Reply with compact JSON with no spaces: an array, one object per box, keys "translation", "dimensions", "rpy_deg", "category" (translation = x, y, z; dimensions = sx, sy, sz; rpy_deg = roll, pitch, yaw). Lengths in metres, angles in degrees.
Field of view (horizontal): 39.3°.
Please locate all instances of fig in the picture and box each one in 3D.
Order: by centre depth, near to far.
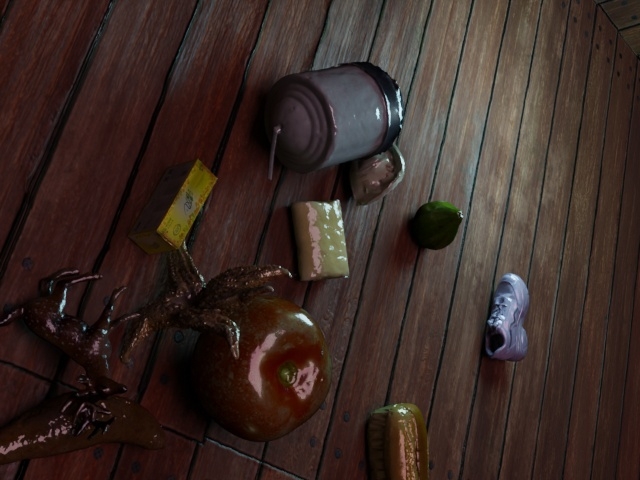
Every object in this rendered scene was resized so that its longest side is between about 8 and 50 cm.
[{"translation":[0.308,-0.045,2.245],"dimensions":[0.123,0.156,0.123],"rpy_deg":[11,72,-39],"category":"fig"}]

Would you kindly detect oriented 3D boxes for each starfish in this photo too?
[{"translation":[-0.186,0.097,1.603],"dimensions":[0.084,0.293,0.301],"rpy_deg":[58,44,-40],"category":"starfish"}]

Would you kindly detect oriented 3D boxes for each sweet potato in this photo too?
[{"translation":[-0.397,0.304,1.478],"dimensions":[0.341,0.092,0.114],"rpy_deg":[5,96,-45],"category":"sweet potato"}]

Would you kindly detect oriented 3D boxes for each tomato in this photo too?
[{"translation":[-0.119,0.237,1.691],"dimensions":[0.270,0.222,0.270],"rpy_deg":[-5,98,-43],"category":"tomato"}]

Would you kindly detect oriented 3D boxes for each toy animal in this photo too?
[{"translation":[-0.396,0.176,1.460],"dimensions":[0.243,0.087,0.260],"rpy_deg":[27,48,4],"category":"toy animal"}]

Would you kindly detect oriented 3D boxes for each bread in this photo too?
[{"translation":[0.001,0.000,1.978],"dimensions":[0.139,0.060,0.178],"rpy_deg":[-6,87,-47],"category":"bread"},{"translation":[0.183,0.493,2.051],"dimensions":[0.140,0.106,0.236],"rpy_deg":[3,81,-48],"category":"bread"}]

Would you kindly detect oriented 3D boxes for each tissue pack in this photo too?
[{"translation":[-0.275,-0.062,1.672],"dimensions":[0.062,0.095,0.176],"rpy_deg":[46,52,-33],"category":"tissue pack"}]

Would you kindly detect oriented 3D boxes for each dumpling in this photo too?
[{"translation":[0.133,-0.166,2.098],"dimensions":[0.118,0.136,0.199],"rpy_deg":[37,42,-41],"category":"dumpling"}]

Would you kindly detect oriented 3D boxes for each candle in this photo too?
[{"translation":[0.013,-0.264,1.924],"dimensions":[0.342,0.221,0.221],"rpy_deg":[-19,97,-46],"category":"candle"}]

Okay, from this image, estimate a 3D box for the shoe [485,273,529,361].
[{"translation":[0.500,0.213,2.447],"dimensions":[0.137,0.095,0.245],"rpy_deg":[1,89,-49],"category":"shoe"}]
